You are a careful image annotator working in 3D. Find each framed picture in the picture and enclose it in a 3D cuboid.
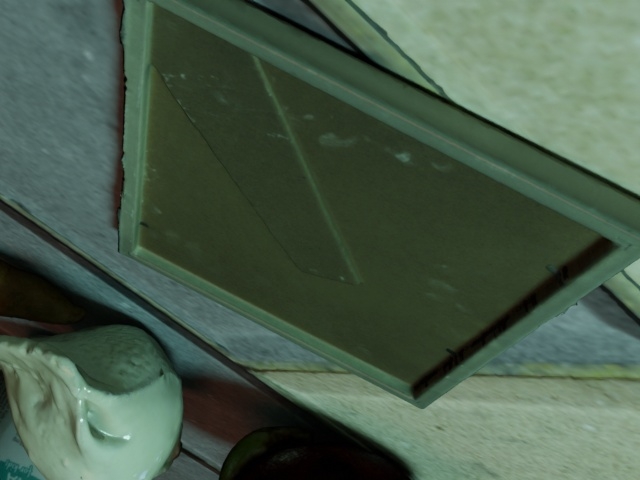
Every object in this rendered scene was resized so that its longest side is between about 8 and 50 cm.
[{"bbox_3d":[0.000,0.000,0.418,0.184,0.016,0.250,27,156,0],"label":"framed picture"}]

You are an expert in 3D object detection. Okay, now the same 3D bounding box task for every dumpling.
[{"bbox_3d":[-0.166,0.103,0.687,0.155,0.111,0.181,20,134,23],"label":"dumpling"}]

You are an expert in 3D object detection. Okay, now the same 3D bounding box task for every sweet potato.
[{"bbox_3d":[-0.236,0.012,0.660,0.179,0.044,0.044,29,157,-9],"label":"sweet potato"}]

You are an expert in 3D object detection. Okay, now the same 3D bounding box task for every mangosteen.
[{"bbox_3d":[-0.017,0.218,0.697,0.230,0.194,0.194,33,166,43],"label":"mangosteen"}]

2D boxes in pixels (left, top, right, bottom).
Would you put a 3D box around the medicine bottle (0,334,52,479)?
[{"bbox_3d":[-0.232,0.196,0.811,0.135,0.215,0.135,22,156,10],"label":"medicine bottle"}]
